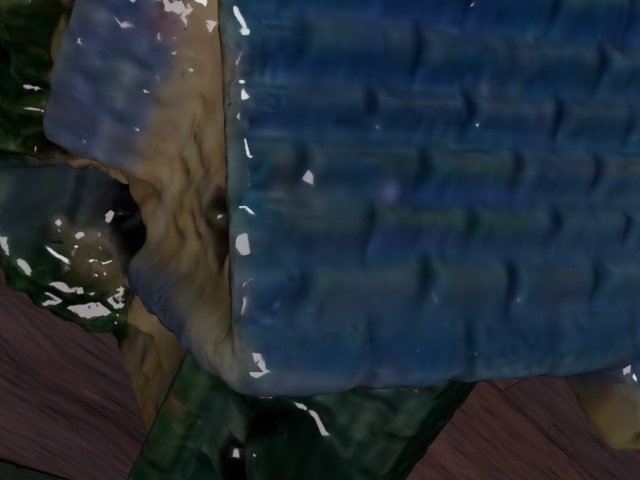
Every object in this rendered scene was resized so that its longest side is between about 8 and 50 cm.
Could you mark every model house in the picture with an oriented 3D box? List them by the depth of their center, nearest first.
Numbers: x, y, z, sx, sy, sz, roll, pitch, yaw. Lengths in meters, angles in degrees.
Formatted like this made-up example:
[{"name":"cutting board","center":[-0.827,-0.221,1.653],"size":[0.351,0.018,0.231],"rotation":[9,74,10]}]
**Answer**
[{"name":"model house","center":[0.000,0.000,0.631],"size":[0.395,0.400,0.445],"rotation":[-1,140,-32]}]

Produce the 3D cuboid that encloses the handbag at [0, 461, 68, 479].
[{"name":"handbag","center":[-0.356,0.372,1.087],"size":[0.247,0.260,0.079],"rotation":[25,130,-22]}]
